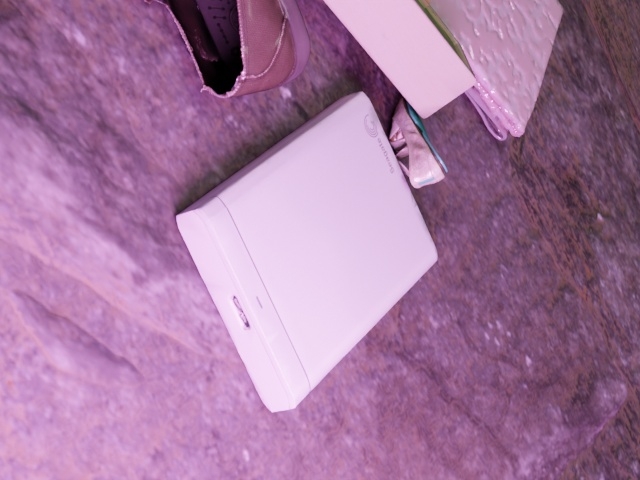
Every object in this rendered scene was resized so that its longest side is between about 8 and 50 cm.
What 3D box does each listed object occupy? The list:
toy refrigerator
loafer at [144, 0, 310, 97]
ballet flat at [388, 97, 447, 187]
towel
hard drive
[{"bbox_3d":[0.081,-0.285,1.572,0.269,0.094,0.102,45,19,-32],"label":"toy refrigerator"},{"bbox_3d":[-0.128,-0.305,1.305,0.366,0.134,0.130,61,39,-18],"label":"loafer"},{"bbox_3d":[0.110,-0.123,1.602,0.057,0.052,0.168,55,10,-34],"label":"ballet flat"},{"bbox_3d":[0.226,-0.356,1.845,0.332,0.053,0.317,49,45,-30],"label":"towel"},{"bbox_3d":[0.000,0.000,1.437,0.353,0.047,0.233,-41,111,-50],"label":"hard drive"}]
